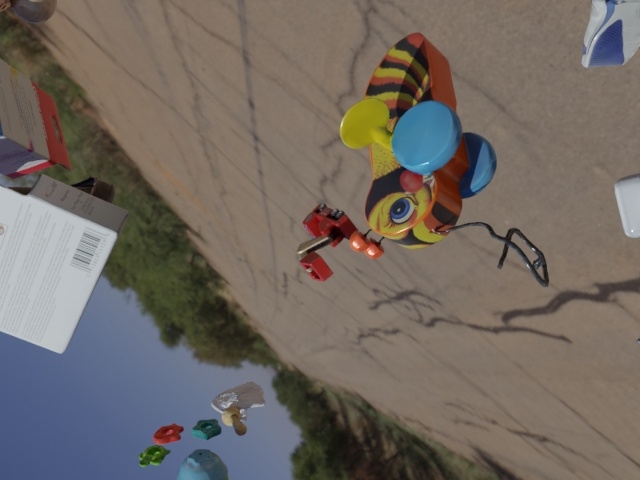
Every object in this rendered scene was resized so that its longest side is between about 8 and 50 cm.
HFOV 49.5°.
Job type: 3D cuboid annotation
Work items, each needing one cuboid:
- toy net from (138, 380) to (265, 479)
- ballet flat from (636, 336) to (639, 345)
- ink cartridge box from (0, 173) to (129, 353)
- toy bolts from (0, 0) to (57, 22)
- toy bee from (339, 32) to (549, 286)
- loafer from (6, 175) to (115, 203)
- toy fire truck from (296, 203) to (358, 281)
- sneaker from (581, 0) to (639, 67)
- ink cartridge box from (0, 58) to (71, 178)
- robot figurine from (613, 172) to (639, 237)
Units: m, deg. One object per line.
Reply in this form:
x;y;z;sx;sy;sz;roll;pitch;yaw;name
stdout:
-0.157;0.275;0.999;0.122;0.045;0.232;3;-162;18;toy net
0.491;0.165;0.952;0.114;0.041;0.041;14;163;13;ballet flat
-0.431;0.020;0.975;0.239;0.275;0.060;25;-145;-15;ink cartridge box
-0.369;-0.412;0.895;0.158;0.218;0.228;37;156;-18;toy bolts
0.085;-0.064;0.692;0.195;0.162;0.298;42;-150;-29;toy bee
-0.592;-0.047;1.413;0.134;0.365;0.130;-100;-15;-49;loafer
0.000;0.000;1.342;0.047;0.135;0.192;52;169;-24;toy fire truck
0.709;-0.594;1.682;0.182;0.127;0.316;-93;2;-52;sneaker
-0.447;-0.172;0.966;0.231;0.078;0.134;50;-158;-77;ink cartridge box
0.737;-0.097;1.277;0.300;0.353;0.200;-24;-80;-63;robot figurine
